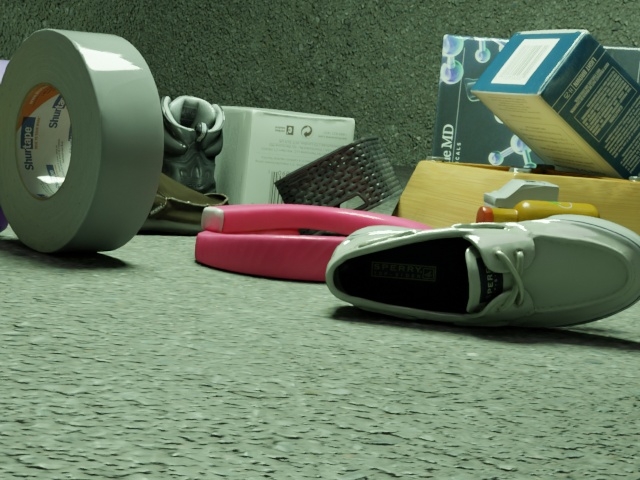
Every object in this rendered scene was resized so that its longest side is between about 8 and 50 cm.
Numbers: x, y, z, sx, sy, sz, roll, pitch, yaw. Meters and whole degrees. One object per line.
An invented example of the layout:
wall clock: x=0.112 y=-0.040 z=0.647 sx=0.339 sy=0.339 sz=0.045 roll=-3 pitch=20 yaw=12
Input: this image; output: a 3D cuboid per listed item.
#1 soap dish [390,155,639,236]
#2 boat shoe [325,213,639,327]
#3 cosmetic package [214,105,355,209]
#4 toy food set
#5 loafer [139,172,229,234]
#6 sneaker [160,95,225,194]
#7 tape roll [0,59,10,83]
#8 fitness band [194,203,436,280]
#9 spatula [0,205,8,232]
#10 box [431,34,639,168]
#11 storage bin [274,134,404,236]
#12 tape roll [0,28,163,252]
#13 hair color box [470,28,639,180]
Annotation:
soap dish: x=0.243 y=-0.029 z=1.576 sx=0.229 sy=0.118 sz=0.291 roll=2 pitch=5 yaw=-21
boat shoe: x=0.135 y=0.026 z=1.097 sx=0.267 sy=0.096 sz=0.088 roll=5 pitch=10 yaw=11
cosmetic package: x=-0.060 y=-0.103 z=1.848 sx=0.151 sy=0.151 sz=0.184 roll=4 pitch=6 yaw=-23
toy food set: x=0.169 y=0.000 z=1.262 sx=0.104 sy=0.111 sz=0.232 roll=4 pitch=9 yaw=-10
loafer: x=-0.192 y=-0.049 z=1.587 sx=0.220 sy=0.078 sz=0.080 roll=-1 pitch=9 yaw=-43
sneaker: x=-0.190 y=-0.124 z=1.824 sx=0.101 sy=0.153 sz=0.268 roll=6 pitch=14 yaw=-21
tape roll: x=-0.416 y=-0.155 z=1.881 sx=0.080 sy=0.189 sz=0.189 roll=4 pitch=6 yaw=-17
fitness band: x=0.000 y=0.000 z=1.413 sx=0.209 sy=0.054 sz=0.291 roll=9 pitch=9 yaw=34
spatula: x=-0.460 y=-0.037 z=1.354 sx=0.296 sy=0.084 sz=0.030 roll=-6 pitch=31 yaw=-31
box: x=0.395 y=-0.166 z=2.149 sx=0.395 sy=0.293 sz=0.212 roll=7 pitch=6 yaw=22
storage bin: x=0.026 y=-0.066 z=1.667 sx=0.122 sy=0.084 sz=0.180 roll=-26 pitch=0 yaw=11
tape roll: x=-0.244 y=-0.097 z=1.334 sx=0.072 sy=0.219 sz=0.219 roll=-2 pitch=9 yaw=-41
hair color box: x=0.367 y=-0.111 z=1.673 sx=0.347 sy=0.105 sz=0.174 roll=41 pitch=-7 yaw=-21
